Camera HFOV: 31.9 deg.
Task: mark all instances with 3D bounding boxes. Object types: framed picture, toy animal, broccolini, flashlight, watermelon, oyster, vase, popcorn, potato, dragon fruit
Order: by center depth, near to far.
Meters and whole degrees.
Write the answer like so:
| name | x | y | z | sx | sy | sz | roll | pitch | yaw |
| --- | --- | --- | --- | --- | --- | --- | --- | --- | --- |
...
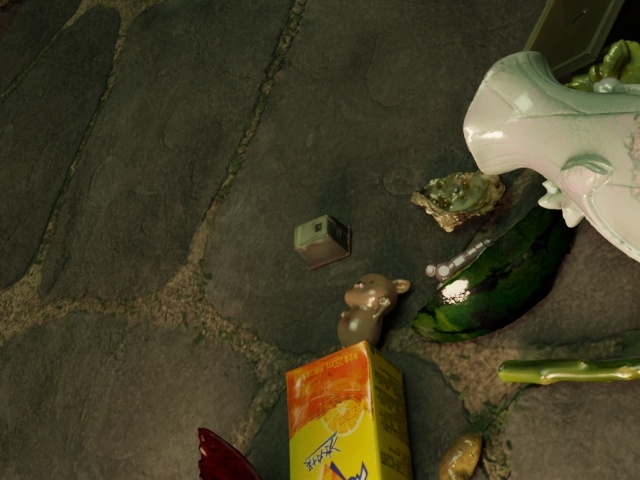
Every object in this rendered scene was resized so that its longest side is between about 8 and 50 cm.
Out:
| name | x | y | z | sx | sy | sz | roll | pitch | yaw |
| --- | --- | --- | --- | --- | --- | --- | --- | --- | --- |
| broccolini | 0.410 | 0.141 | 1.428 | 0.392 | 0.074 | 0.079 | -7 | 98 | 39 |
| vase | 0.402 | -0.106 | 1.457 | 0.445 | 0.250 | 0.250 | 30 | 81 | 40 |
| potato | 0.186 | 0.298 | 1.507 | 0.046 | 0.045 | 0.092 | 23 | 77 | 10 |
| dragon fruit | -0.092 | 0.421 | 1.531 | 0.100 | 0.282 | 0.343 | -15 | 21 | -4 |
| watermelon | 0.253 | 0.041 | 1.610 | 0.301 | 0.123 | 0.129 | -44 | 20 | 3 |
| popcorn | 0.437 | -0.222 | 1.631 | 0.141 | 0.162 | 0.135 | 36 | 49 | 26 |
| flashlight | 0.214 | 0.033 | 1.692 | 0.110 | 0.031 | 0.052 | -36 | 67 | 9 |
| toy animal | 0.070 | 0.113 | 1.727 | 0.083 | 0.089 | 0.150 | 23 | 73 | 25 |
| framed picture | 0.402 | -0.362 | 1.734 | 0.315 | 0.024 | 0.232 | -61 | 18 | -22 |
| oyster | 0.210 | -0.064 | 1.748 | 0.177 | 0.056 | 0.105 | -2 | 48 | 39 |

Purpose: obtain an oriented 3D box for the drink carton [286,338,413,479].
| name | x | y | z | sx | sy | sz | roll | pitch | yaw |
| --- | --- | --- | --- | --- | --- | --- | --- | --- | --- |
| drink carton | 0.045 | 0.330 | 1.554 | 0.154 | 0.111 | 0.351 | -25 | 47 | 25 |

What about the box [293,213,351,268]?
| name | x | y | z | sx | sy | sz | roll | pitch | yaw |
| --- | --- | --- | --- | --- | --- | --- | --- | --- | --- |
| box | 0.000 | 0.000 | 1.874 | 0.084 | 0.063 | 0.060 | -21 | 50 | 29 |
